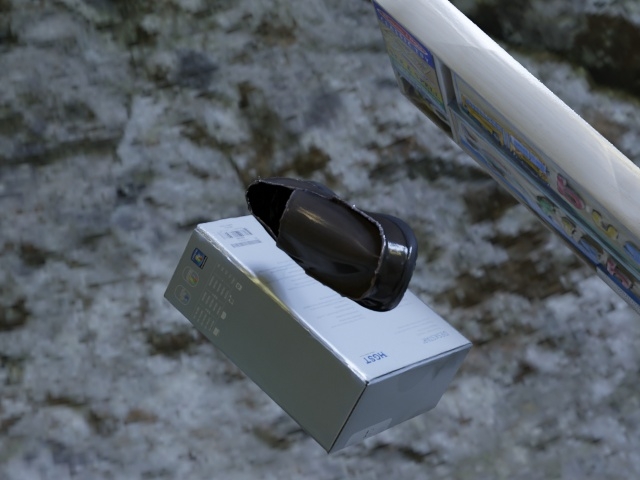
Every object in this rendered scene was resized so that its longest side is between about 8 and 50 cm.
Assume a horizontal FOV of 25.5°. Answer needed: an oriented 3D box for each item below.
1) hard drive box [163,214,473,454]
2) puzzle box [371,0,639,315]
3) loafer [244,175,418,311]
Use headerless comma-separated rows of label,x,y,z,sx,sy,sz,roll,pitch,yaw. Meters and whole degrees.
hard drive box,-0.002,0.075,1.343,0.181,0.232,0.089,-12,-44,-52
puzzle box,0.222,-0.087,1.449,0.052,0.409,0.272,-44,-18,-4
loafer,0.000,0.000,1.180,0.078,0.220,0.080,14,-82,-33
